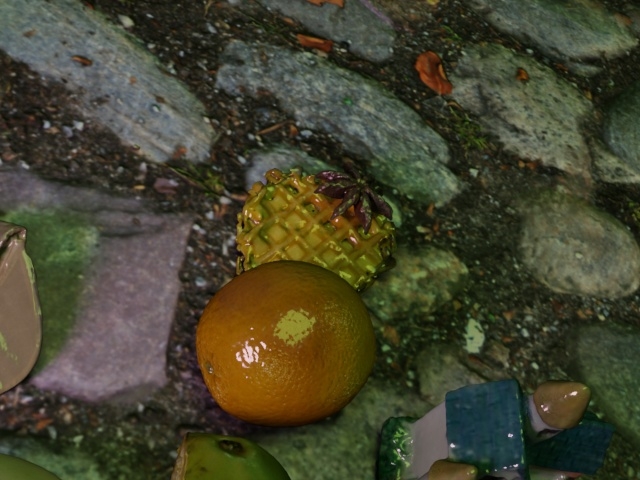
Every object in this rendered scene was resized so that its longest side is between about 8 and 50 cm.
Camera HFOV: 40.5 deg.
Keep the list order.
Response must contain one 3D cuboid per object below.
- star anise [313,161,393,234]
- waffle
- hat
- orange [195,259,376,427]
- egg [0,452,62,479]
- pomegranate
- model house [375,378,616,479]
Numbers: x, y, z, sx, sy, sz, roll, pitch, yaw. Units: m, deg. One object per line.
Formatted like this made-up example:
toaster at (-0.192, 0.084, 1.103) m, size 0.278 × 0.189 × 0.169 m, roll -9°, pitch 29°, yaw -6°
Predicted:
star anise at (0.052, -0.074, 1.349) m, size 0.141 × 0.042 × 0.141 m, roll 15°, pitch 44°, yaw -16°
waffle at (0.001, -0.002, 1.334) m, size 0.262 × 0.060 × 0.281 m, roll 8°, pitch 54°, yaw -15°
hat at (-0.477, 0.078, 1.092) m, size 0.214 × 0.149 × 0.245 m, roll -10°, pitch 100°, yaw -34°
orange at (-0.044, 0.135, 1.137) m, size 0.236 × 0.236 × 0.236 m, roll 10°, pitch 57°, yaw -16°
egg at (-0.368, 0.314, 0.908) m, size 0.253 × 0.188 × 0.189 m, roll 2°, pitch 59°, yaw -29°
pomegranate at (-0.108, 0.346, 0.992) m, size 0.159 × 0.190 × 0.241 m, roll 17°, pitch 55°, yaw -9°
model house at (0.247, 0.284, 1.094) m, size 0.267 × 0.325 × 0.194 m, roll 13°, pitch 54°, yaw -14°
